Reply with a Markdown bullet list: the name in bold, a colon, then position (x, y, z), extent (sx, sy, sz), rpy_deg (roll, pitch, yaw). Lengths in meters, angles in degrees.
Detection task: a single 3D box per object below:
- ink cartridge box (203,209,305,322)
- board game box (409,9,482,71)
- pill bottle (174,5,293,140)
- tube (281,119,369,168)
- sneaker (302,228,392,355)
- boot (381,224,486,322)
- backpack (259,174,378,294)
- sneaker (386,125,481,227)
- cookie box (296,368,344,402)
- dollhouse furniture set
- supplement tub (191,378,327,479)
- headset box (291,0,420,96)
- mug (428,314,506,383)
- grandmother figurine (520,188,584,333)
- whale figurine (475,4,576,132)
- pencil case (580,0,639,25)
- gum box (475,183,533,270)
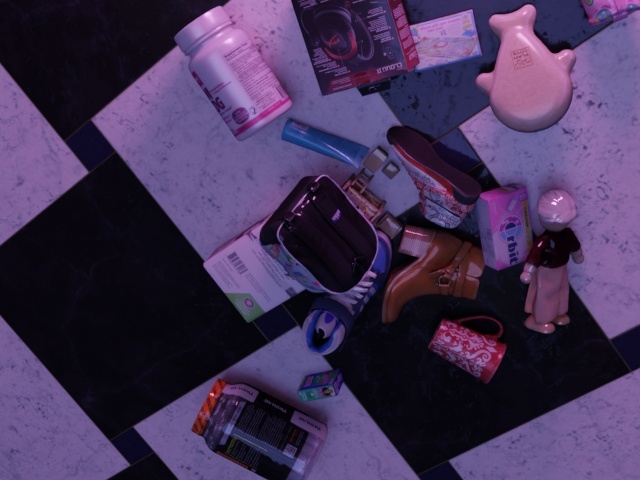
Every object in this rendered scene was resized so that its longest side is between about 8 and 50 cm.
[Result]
- **ink cartridge box**: position (-0.127, 0.053, 2.077), extent (0.273, 0.115, 0.198), rpy_deg (-31, 102, 23)
- **board game box**: position (0.277, -0.449, 1.827), extent (0.154, 0.026, 0.103), rpy_deg (-10, 109, 17)
- **pill bottle**: position (-0.205, -0.389, 1.894), extent (0.160, 0.160, 0.283), rpy_deg (-30, 101, 22)
- **tube**: position (0.009, -0.235, 1.956), extent (0.207, 0.080, 0.052), rpy_deg (21, 145, 9)
- **sneaker**: position (0.063, 0.143, 1.999), extent (0.130, 0.236, 0.322), rpy_deg (31, 116, 0)
- **boot**: position (0.279, 0.108, 2.020), extent (0.220, 0.109, 0.283), rpy_deg (17, 107, 2)
- **backpack**: position (0.000, 0.000, 1.883), extent (0.253, 0.225, 0.191), rpy_deg (44, 158, -17)
- **sneaker**: position (0.243, -0.142, 1.921), extent (0.270, 0.090, 0.145), rpy_deg (40, 141, 15)
- **cookie box**: position (0.000, 0.393, 2.195), extent (0.107, 0.092, 0.040), rpy_deg (-15, 104, 18)
- **dollhouse furniture set**: position (0.152, -0.106, 1.953), extent (0.182, 0.101, 0.161), rpy_deg (40, 115, -4)
- **supplement tub**: position (-0.168, 0.526, 2.226), extent (0.338, 0.207, 0.207), rpy_deg (27, 115, 1)
- **headset box**: position (0.079, -0.467, 1.808), extent (0.218, 0.110, 0.293), rpy_deg (-12, 108, 26)
- **mug**: position (0.376, 0.259, 2.061), extent (0.169, 0.150, 0.113), rpy_deg (27, 151, 7)
- **grandmother figurine**: position (0.535, 0.046, 1.890), extent (0.104, 0.208, 0.342), rpy_deg (19, 122, 39)
- **whale figurine**: position (0.450, -0.369, 1.779), extent (0.216, 0.141, 0.272), rpy_deg (-15, 83, 18)
- **pencil case**: position (0.568, -0.587, 1.651), extent (0.124, 0.124, 0.284), rpy_deg (-15, 108, 19)
- **gum box**: position (0.435, -0.028, 1.911), extent (0.107, 0.062, 0.188), rpy_deg (-18, 109, -17)
